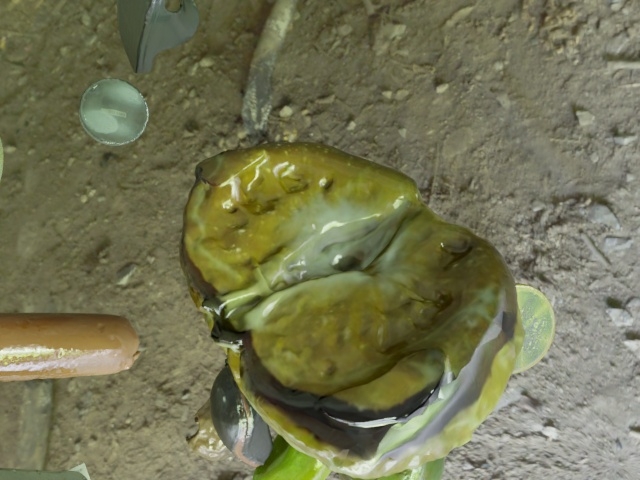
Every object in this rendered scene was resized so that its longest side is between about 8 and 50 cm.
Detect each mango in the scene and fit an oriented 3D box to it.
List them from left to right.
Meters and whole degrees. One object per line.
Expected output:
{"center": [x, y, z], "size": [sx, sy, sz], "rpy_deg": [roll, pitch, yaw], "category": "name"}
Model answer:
{"center": [-0.062, 0.637, 1.489], "size": [0.185, 0.149, 0.273], "rpy_deg": [38, 73, -2], "category": "mango"}

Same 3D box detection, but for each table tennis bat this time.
{"center": [0.361, 0.170, 1.080], "size": [0.198, 0.321, 0.050], "rpy_deg": [-69, 18, 3], "category": "table tennis bat"}

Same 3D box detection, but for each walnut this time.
{"center": [-0.281, 0.555, 1.474], "size": [0.204, 0.238, 0.141], "rpy_deg": [-37, 56, -6], "category": "walnut"}

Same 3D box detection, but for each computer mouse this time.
{"center": [-0.192, 0.417, 1.209], "size": [0.116, 0.323, 0.183], "rpy_deg": [-18, 48, -13], "category": "computer mouse"}

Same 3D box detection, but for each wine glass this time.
{"center": [-0.316, -0.189, 0.776], "size": [0.092, 0.093, 0.202], "rpy_deg": [-59, 24, -5], "category": "wine glass"}

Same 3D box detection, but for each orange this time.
{"center": [0.023, 0.060, 0.538], "size": [0.271, 0.210, 0.368], "rpy_deg": [-31, 57, -14], "category": "orange"}

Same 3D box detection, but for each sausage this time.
{"center": [-0.373, 0.132, 0.641], "size": [0.086, 0.289, 0.086], "rpy_deg": [-9, 78, 50], "category": "sausage"}

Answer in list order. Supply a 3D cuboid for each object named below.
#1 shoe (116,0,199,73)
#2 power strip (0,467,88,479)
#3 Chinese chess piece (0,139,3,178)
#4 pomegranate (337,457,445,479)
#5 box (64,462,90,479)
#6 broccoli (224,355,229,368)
{"center": [-0.220, -0.316, 0.701], "size": [0.241, 0.093, 0.108], "rpy_deg": [-21, 89, 65], "category": "shoe"}
{"center": [-0.354, 0.310, 0.607], "size": [0.029, 0.227, 0.080], "rpy_deg": [-44, 55, -2], "category": "power strip"}
{"center": [-0.529, -0.110, 0.758], "size": [0.144, 0.058, 0.144], "rpy_deg": [-4, 83, 32], "category": "Chinese chess piece"}
{"center": [0.165, 0.395, 0.992], "size": [0.286, 0.231, 0.231], "rpy_deg": [-30, 56, -2], "category": "pomegranate"}
{"center": [-0.381, 0.397, 0.794], "size": [0.024, 0.054, 0.083], "rpy_deg": [-32, 79, 41], "category": "box"}
{"center": [-0.127, 0.301, 1.435], "size": [0.242, 0.273, 0.180], "rpy_deg": [-136, 51, -56], "category": "broccoli"}
